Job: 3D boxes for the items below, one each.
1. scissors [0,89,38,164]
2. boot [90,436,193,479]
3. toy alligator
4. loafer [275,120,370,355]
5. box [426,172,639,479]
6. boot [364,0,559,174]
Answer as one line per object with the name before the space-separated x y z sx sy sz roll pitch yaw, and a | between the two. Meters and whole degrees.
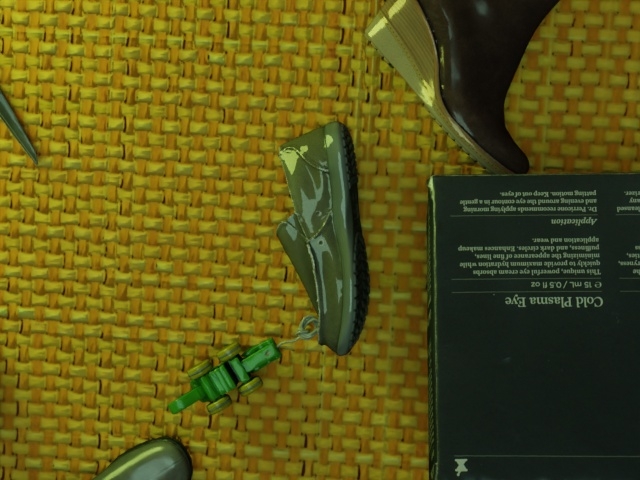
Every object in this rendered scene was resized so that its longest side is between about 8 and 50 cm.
scissors | -0.401 -0.212 1.474 0.109 0.021 0.297 -17 95 2
boot | -0.251 0.313 1.442 0.246 0.161 0.083 -33 93 6
toy alligator | -0.084 0.137 1.474 0.189 0.051 0.056 -31 93 -6
loafer | 0.000 0.000 1.441 0.087 0.094 0.251 -5 88 12
box | 0.277 0.106 1.335 0.343 0.179 0.312 0 72 4
boot | 0.191 -0.203 1.403 0.207 0.090 0.248 -40 89 8
